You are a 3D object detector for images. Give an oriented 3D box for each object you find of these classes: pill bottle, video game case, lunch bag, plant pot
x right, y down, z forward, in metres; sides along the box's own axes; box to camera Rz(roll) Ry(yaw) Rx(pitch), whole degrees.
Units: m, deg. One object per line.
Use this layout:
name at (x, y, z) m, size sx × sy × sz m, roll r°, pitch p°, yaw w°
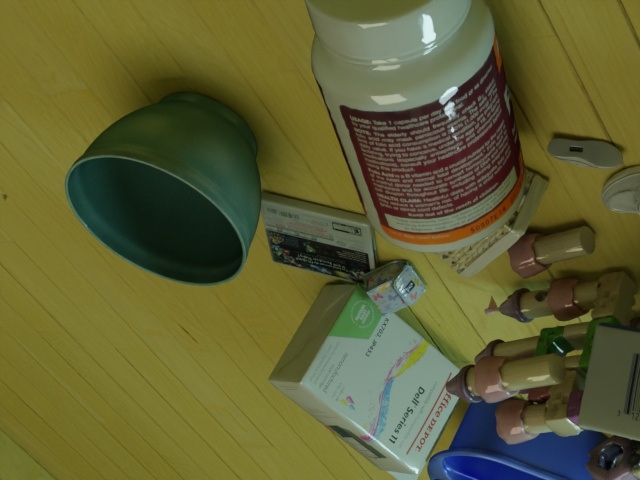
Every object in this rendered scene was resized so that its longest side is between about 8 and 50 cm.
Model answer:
pill bottle at (0.117, -0.186, 1.691) m, size 0.224 × 0.224 × 0.392 m, roll 9°, pitch 145°, yaw 25°
video game case at (0.000, 0.000, 2.231) m, size 0.190 × 0.022 × 0.173 m, roll 13°, pitch 146°, yaw 17°
lunch bag at (0.120, 0.075, 2.217) m, size 0.083 × 0.053 × 0.071 m, roll -25°, pitch 130°, yaw 12°
plant pot at (-0.210, -0.098, 2.070) m, size 0.293 × 0.196 × 0.293 m, roll 17°, pitch 147°, yaw 12°

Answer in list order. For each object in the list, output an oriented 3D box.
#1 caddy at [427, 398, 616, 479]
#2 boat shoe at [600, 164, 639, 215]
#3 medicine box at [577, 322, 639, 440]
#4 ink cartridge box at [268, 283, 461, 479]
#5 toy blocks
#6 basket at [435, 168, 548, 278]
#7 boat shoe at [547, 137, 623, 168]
caddy at (0.362, 0.425, 2.435) m, size 0.341 × 0.179 × 0.241 m, roll 20°, pitch 147°, yaw 6°
boat shoe at (0.444, -0.058, 1.797) m, size 0.184 × 0.063 × 0.066 m, roll -7°, pitch 135°, yaw 41°
medicine box at (0.540, 0.214, 1.815) m, size 0.289 × 0.149 × 0.263 m, roll 13°, pitch 176°, yaw -36°
ink cartridge box at (0.110, 0.255, 2.333) m, size 0.353 × 0.207 × 0.119 m, roll 40°, pitch 158°, yaw -23°
toy blocks at (0.332, 0.185, 2.024) m, size 0.260 × 0.288 × 0.309 m, roll -17°, pitch 132°, yaw 43°
basket at (0.224, -0.040, 1.935) m, size 0.103 × 0.113 × 0.167 m, roll 35°, pitch 147°, yaw -7°
boat shoe at (0.351, -0.113, 1.818) m, size 0.100 × 0.035 × 0.035 m, roll 8°, pitch 171°, yaw 19°
